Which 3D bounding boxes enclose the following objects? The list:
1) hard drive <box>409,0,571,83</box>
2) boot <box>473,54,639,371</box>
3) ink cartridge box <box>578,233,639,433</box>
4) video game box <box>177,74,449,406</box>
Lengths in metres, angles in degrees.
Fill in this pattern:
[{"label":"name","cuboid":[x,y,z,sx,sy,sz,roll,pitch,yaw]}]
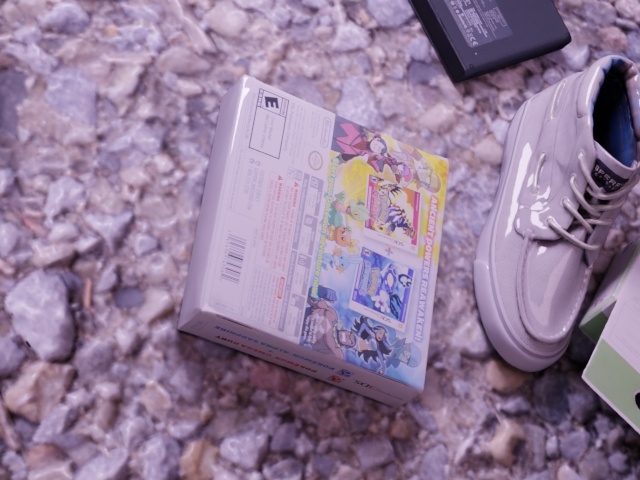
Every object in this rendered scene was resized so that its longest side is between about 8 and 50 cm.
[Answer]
[{"label":"hard drive","cuboid":[0.146,-0.194,1.491,0.135,0.022,0.094,-21,79,-36]},{"label":"boot","cuboid":[0.197,-0.030,1.380,0.095,0.123,0.258,21,58,-21]},{"label":"ink cartridge box","cuboid":[0.278,0.112,1.368,0.171,0.056,0.235,44,39,-4]},{"label":"video game box","cuboid":[0.000,0.000,1.296,0.187,0.048,0.205,21,59,-19]}]
